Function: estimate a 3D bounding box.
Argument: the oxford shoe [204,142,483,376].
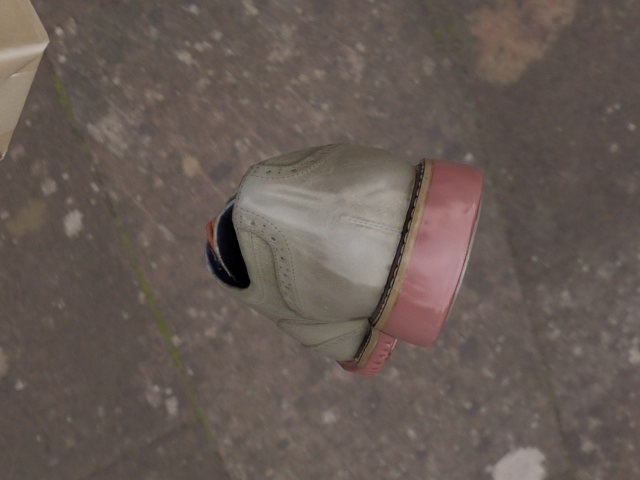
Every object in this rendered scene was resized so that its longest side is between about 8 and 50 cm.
[{"bbox_3d":[0.000,0.000,0.849,0.130,0.348,0.123,16,78,-3],"label":"oxford shoe"}]

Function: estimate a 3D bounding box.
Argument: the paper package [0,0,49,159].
[{"bbox_3d":[-0.429,-0.208,1.202,0.309,0.325,0.168,-17,159,-34],"label":"paper package"}]
